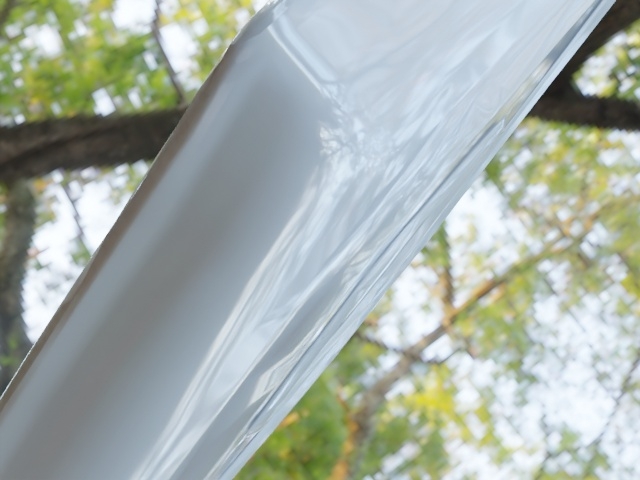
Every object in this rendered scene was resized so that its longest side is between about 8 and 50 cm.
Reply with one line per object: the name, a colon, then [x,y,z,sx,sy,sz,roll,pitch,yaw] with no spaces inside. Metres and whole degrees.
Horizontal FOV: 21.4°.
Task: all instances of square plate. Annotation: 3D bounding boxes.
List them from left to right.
square plate: [0.000,0.000,0.531,0.049,0.344,0.347,38,-50,4]
